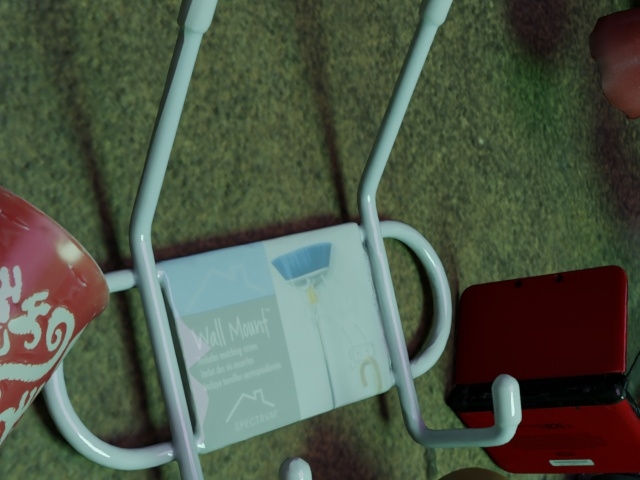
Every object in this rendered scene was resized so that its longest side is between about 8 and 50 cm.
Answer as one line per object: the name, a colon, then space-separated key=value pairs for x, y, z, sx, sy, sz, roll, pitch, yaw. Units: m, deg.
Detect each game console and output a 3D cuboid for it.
game console: x=0.171 y=0.096 z=0.903 sx=0.124 sy=0.144 sz=0.085 roll=52 pitch=51 yaw=-25

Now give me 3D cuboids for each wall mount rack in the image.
wall mount rack: x=0.000 y=0.000 z=0.759 sx=0.350 sy=0.130 sz=0.304 roll=-12 pitch=90 yaw=-47

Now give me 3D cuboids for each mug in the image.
mug: x=-0.202 y=0.061 z=0.580 sx=0.113 sy=0.150 sz=0.169 roll=81 pitch=32 yaw=-56

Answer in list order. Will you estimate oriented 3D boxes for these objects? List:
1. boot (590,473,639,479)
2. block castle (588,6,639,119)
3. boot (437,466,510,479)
boot: x=0.283 y=0.313 z=1.008 sx=0.246 sy=0.094 sz=0.207 roll=36 pitch=61 yaw=-28
block castle: x=0.401 y=-0.023 z=1.092 sx=0.303 sy=0.213 sz=0.453 roll=-36 pitch=104 yaw=-51
boot: x=0.060 y=0.287 z=0.781 sx=0.262 sy=0.095 sz=0.203 roll=-51 pitch=139 yaw=-15
